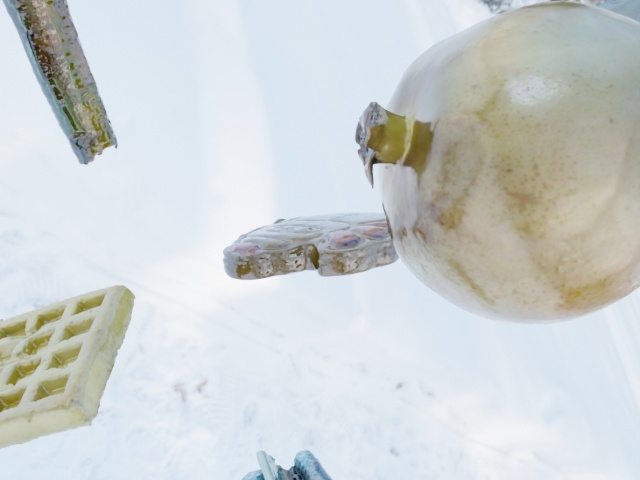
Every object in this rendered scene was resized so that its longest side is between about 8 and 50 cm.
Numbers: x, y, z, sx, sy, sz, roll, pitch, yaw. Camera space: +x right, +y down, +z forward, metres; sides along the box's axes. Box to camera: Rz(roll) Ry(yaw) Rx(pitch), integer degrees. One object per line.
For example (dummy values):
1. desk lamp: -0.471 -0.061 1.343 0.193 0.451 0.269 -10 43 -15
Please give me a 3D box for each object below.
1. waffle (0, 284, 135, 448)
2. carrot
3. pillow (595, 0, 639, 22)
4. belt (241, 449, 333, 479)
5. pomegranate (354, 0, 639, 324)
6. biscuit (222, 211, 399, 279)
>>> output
1. waffle: -0.387 0.173 0.888 0.248 0.221 0.055 -91 159 -54
2. carrot: -0.289 -0.212 0.697 0.070 0.070 0.260 -55 135 -57
3. pillow: 0.465 -0.317 0.945 0.217 0.033 0.130 -44 107 -31
4. belt: 0.025 0.298 0.624 0.302 0.087 0.072 56 2 -36
5. pomegranate: 0.185 -0.074 0.606 0.319 0.319 0.319 37 40 -40
6. biscuit: 0.000 0.000 1.157 0.381 0.359 0.074 -12 100 -41
